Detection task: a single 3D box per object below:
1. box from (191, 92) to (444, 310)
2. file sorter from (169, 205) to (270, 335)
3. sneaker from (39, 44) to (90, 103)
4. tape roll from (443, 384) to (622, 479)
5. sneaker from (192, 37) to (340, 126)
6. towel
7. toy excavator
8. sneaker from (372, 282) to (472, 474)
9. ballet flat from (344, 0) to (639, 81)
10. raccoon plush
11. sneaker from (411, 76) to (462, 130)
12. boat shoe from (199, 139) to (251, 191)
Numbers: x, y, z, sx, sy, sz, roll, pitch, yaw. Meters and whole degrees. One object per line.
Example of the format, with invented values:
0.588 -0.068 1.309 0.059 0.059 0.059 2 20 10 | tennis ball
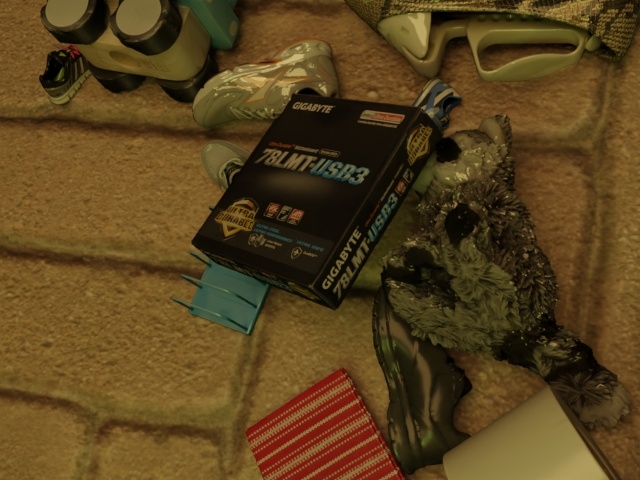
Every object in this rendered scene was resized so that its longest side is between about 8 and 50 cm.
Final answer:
-0.011 -0.071 1.415 0.296 0.073 0.293 18 72 49 | box
-0.149 0.045 1.574 0.118 0.104 0.170 17 80 24 | file sorter
-0.458 -0.335 1.819 0.063 0.075 0.170 32 85 25 | sneaker
0.291 0.329 1.249 0.169 0.246 0.246 -35 65 10 | tape roll
-0.090 -0.236 1.653 0.263 0.099 0.121 -23 71 12 | sneaker
0.020 0.352 1.452 0.199 0.031 0.274 -35 64 12 | towel
-0.205 -0.481 1.705 0.433 0.222 0.445 12 75 21 | toy excavator
0.149 0.188 1.437 0.130 0.109 0.286 -12 78 8 | sneaker
0.244 -0.337 1.539 0.483 0.164 0.182 5 80 17 | ballet flat
0.274 0.036 1.429 0.216 0.446 0.299 -27 21 44 | raccoon plush
0.169 -0.191 1.570 0.059 0.053 0.144 32 86 23 | sneaker
-0.123 -0.102 1.625 0.227 0.081 0.079 41 89 25 | boat shoe
